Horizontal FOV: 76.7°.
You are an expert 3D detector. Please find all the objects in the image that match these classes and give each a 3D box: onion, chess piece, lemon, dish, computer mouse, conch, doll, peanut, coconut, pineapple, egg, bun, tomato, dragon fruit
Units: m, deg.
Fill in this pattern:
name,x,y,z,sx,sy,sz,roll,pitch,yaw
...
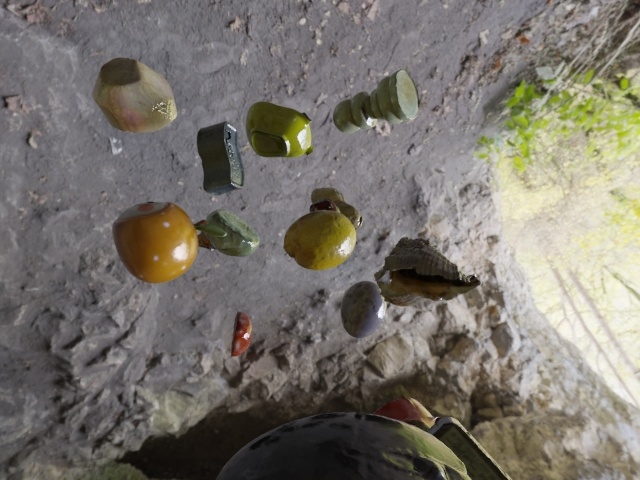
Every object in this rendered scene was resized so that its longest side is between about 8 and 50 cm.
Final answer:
name,x,y,z,sx,sy,sz,roll,pitch,yaw
onion,0.017,-0.080,1.406,0.119,0.118,0.117,-31,151,13
chess piece,0.144,-0.376,1.153,0.243,0.133,0.133,-7,153,40
lemon,0.000,0.000,1.133,0.207,0.170,0.170,-24,144,-28
dish,-0.164,-0.371,1.464,0.262,0.108,0.221,11,139,14
computer mouse,0.032,0.230,0.381,0.270,0.137,0.086,4,116,-9
conch,0.219,0.076,0.883,0.245,0.162,0.178,5,-176,37
doll,-0.370,-0.005,0.991,0.236,0.213,0.213,-19,144,-31
peanut,0.073,-0.146,1.801,0.130,0.290,0.130,-33,149,-23
coconut,-0.619,-0.471,1.369,0.259,0.259,0.259,-11,139,-10
pineapple,-0.407,-0.021,1.662,0.225,0.225,0.076,1,109,-23
egg,0.138,0.225,1.320,0.146,0.146,0.198,0,113,-22
bun,-0.304,-0.014,1.354,0.118,0.195,0.195,-49,134,8
tomato,-0.335,0.406,1.731,0.082,0.166,0.174,8,116,-13
dragon fruit,0.252,0.635,1.167,0.305,0.226,0.305,-10,113,-24

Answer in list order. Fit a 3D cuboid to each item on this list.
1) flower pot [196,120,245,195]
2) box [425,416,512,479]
name,x,y,z,sx,sy,sz,roll,pitch,yaw
flower pot,-0.325,-0.268,1.329,0.108,0.229,0.103,-10,176,21
box,0.325,0.573,0.851,0.211,0.350,0.058,-43,167,0
